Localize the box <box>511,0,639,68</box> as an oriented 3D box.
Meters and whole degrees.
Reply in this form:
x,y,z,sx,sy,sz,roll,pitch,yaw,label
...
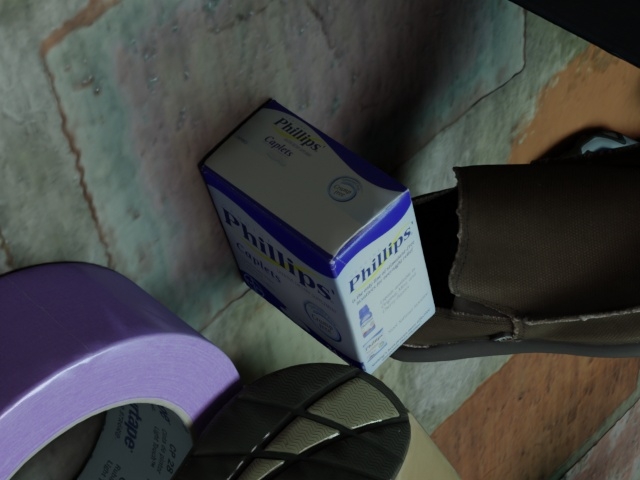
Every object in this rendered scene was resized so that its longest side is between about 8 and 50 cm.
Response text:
x,y,z,sx,sy,sz,roll,pitch,yaw,label
0.380,-0.279,0.865,0.297,0.471,0.480,7,112,-55,box

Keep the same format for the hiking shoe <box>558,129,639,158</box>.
x,y,z,sx,sy,sz,roll,pitch,yaw,label
0.303,-0.031,1.312,0.304,0.132,0.113,-16,131,-46,hiking shoe

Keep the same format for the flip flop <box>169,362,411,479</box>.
x,y,z,sx,sy,sz,roll,pitch,yaw,label
-0.055,0.189,0.900,0.277,0.112,0.080,-51,174,-13,flip flop

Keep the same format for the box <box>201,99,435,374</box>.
x,y,z,sx,sy,sz,roll,pitch,yaw,label
0.000,0.000,0.936,0.072,0.126,0.137,-42,145,-19,box

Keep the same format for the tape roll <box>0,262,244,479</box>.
x,y,z,sx,sy,sz,roll,pitch,yaw,label
-0.173,0.153,0.877,0.275,0.090,0.275,-33,141,-31,tape roll

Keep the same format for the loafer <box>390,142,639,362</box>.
x,y,z,sx,sy,sz,roll,pitch,yaw,label
0.142,0.011,0.975,0.130,0.366,0.134,26,57,-43,loafer

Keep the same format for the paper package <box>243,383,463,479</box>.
x,y,z,sx,sy,sz,roll,pitch,yaw,label
0.009,0.309,1.084,0.325,0.168,0.309,55,42,-57,paper package
